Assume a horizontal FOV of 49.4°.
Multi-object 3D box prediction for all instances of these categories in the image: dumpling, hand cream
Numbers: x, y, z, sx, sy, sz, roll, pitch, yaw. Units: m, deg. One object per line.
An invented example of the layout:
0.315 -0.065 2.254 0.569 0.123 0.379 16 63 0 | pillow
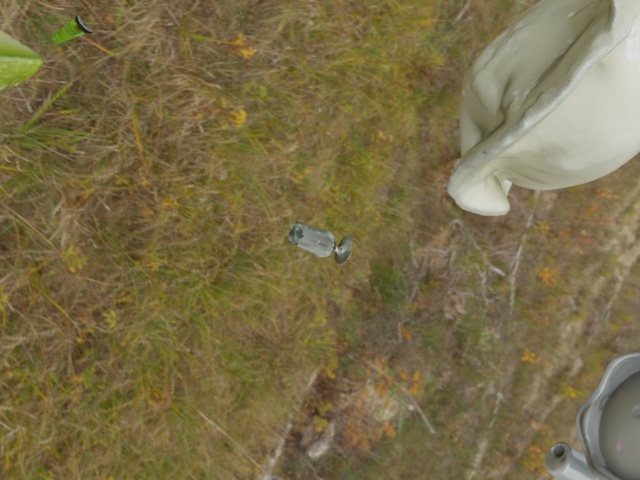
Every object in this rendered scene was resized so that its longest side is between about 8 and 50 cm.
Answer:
0.117 -0.064 0.366 0.134 0.169 0.100 -43 97 -28 | dumpling
-0.436 -0.366 1.217 0.023 0.122 0.036 -52 122 -26 | hand cream

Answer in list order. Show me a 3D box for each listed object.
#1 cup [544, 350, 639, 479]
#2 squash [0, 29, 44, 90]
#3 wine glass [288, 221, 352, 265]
0.289 0.163 0.512 0.173 0.299 0.167 34 59 -17 | cup
-0.335 -0.153 0.376 0.111 0.203 0.288 -41 167 24 | squash
0.000 0.000 0.891 0.083 0.039 0.042 22 94 -30 | wine glass
